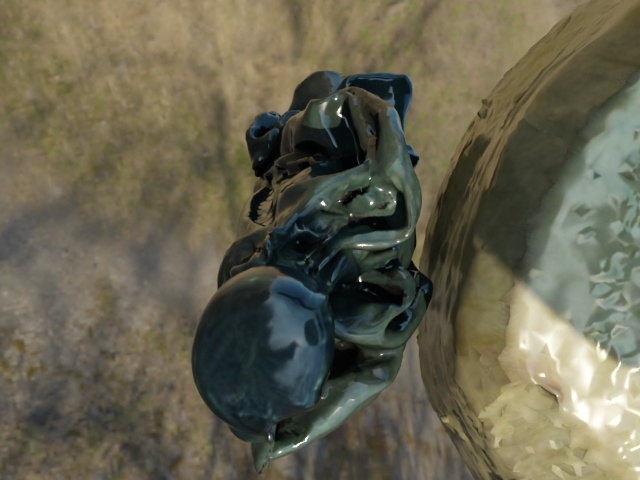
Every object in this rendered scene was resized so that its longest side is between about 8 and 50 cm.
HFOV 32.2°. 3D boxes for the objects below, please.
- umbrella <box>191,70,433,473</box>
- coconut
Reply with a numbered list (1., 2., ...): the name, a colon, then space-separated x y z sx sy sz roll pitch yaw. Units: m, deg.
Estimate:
1. umbrella: 0.002 0.002 0.499 0.349 0.094 0.143 -77 166 -79
2. coconut: 0.238 0.031 0.554 0.404 0.404 0.404 -12 90 -76
